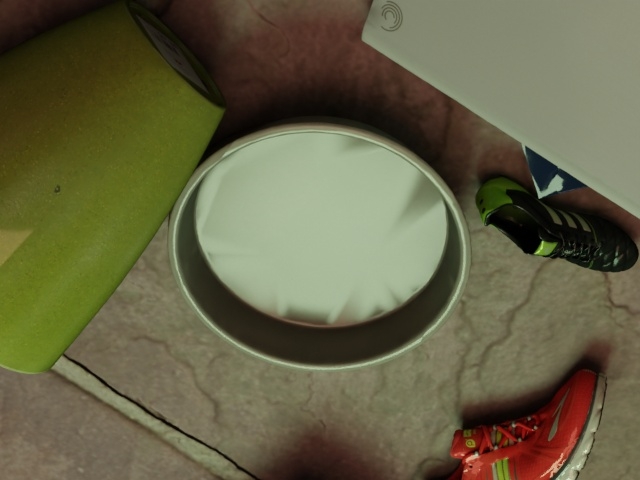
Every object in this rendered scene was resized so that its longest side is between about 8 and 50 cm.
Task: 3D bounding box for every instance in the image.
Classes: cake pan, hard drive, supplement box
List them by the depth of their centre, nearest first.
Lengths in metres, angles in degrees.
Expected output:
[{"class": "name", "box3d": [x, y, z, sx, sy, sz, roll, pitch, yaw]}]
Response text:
[{"class": "hard drive", "box3d": [0.214, -0.182, 1.322, 0.353, 0.047, 0.233, 35, 127, 20]}, {"class": "supplement box", "box3d": [0.218, -0.100, 1.465, 0.056, 0.083, 0.083, -13, 123, 14]}, {"class": "cake pan", "box3d": [0.000, 0.000, 1.525, 0.293, 0.054, 0.293, 3, 125, 4]}]

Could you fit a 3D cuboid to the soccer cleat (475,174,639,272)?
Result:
[{"class": "soccer cleat", "box3d": [0.231, -0.003, 1.538, 0.179, 0.072, 0.060, 23, 124, -11]}]

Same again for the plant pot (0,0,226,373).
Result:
[{"class": "plant pot", "box3d": [-0.239, -0.076, 1.440, 0.293, 0.275, 0.275, -42, 113, 11]}]

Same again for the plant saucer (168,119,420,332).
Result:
[{"class": "plant saucer", "box3d": [-0.018, 0.005, 1.588, 0.277, 0.041, 0.278, 2, 125, 3]}]

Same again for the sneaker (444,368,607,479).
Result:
[{"class": "sneaker", "box3d": [0.201, 0.233, 1.693, 0.118, 0.107, 0.279, 34, 119, -7]}]
